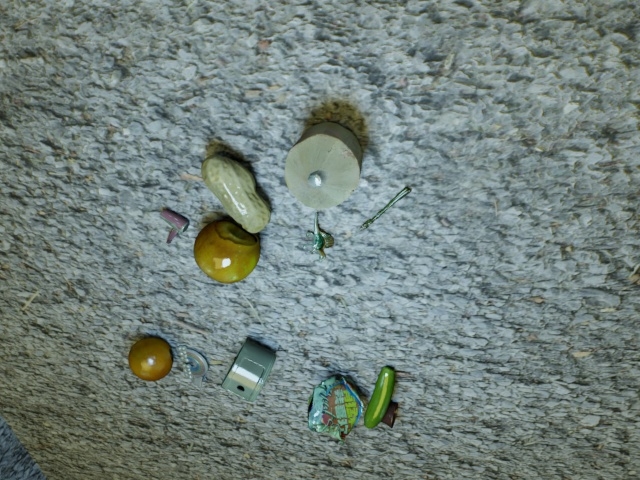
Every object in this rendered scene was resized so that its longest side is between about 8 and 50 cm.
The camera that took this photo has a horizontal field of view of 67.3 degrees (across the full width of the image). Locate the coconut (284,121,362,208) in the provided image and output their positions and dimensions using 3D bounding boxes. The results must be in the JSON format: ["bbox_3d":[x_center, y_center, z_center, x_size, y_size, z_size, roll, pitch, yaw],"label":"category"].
[{"bbox_3d":[0.011,-0.226,1.462,0.239,0.244,0.239,7,123,10],"label":"coconut"}]

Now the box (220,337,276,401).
[{"bbox_3d":[-0.302,0.547,2.030,0.149,0.226,0.226,29,123,-4],"label":"box"}]

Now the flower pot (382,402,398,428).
[{"bbox_3d":[0.280,0.748,2.087,0.089,0.111,0.111,12,124,19],"label":"flower pot"}]

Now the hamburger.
[{"bbox_3d":[0.043,0.692,2.025,0.276,0.260,0.150,34,154,-26],"label":"hamburger"}]

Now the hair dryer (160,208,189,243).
[{"bbox_3d":[-0.571,-0.039,1.846,0.106,0.054,0.154,30,128,0],"label":"hair dryer"}]

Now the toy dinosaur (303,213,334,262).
[{"bbox_3d":[0.000,-0.003,1.730,0.106,0.044,0.187,18,112,-13],"label":"toy dinosaur"}]

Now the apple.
[{"bbox_3d":[-0.332,0.035,1.735,0.237,0.237,0.207,41,102,-12],"label":"apple"}]

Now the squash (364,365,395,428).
[{"bbox_3d":[0.253,0.659,2.010,0.082,0.082,0.292,18,101,3],"label":"squash"}]

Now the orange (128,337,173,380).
[{"bbox_3d":[-0.759,0.536,2.164,0.206,0.206,0.206,6,122,10],"label":"orange"}]

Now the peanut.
[{"bbox_3d":[-0.280,-0.161,1.640,0.152,0.152,0.313,-24,112,26],"label":"peanut"}]

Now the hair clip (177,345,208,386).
[{"bbox_3d":[-0.579,0.582,2.233,0.140,0.054,0.220,5,119,19],"label":"hair clip"}]

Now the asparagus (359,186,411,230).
[{"bbox_3d":[0.214,-0.102,1.622,0.023,0.022,0.233,10,136,-48],"label":"asparagus"}]
